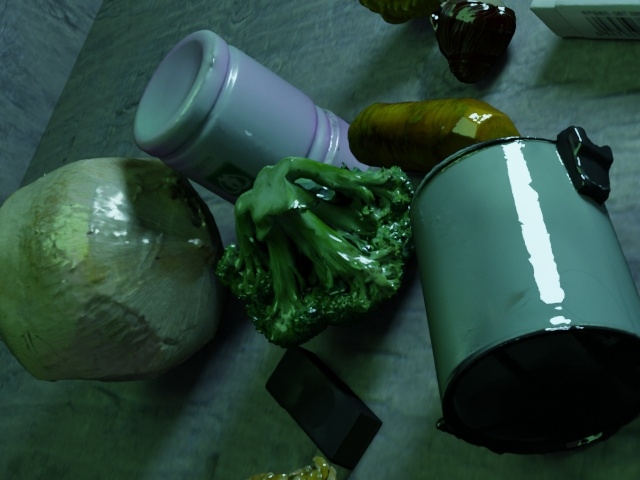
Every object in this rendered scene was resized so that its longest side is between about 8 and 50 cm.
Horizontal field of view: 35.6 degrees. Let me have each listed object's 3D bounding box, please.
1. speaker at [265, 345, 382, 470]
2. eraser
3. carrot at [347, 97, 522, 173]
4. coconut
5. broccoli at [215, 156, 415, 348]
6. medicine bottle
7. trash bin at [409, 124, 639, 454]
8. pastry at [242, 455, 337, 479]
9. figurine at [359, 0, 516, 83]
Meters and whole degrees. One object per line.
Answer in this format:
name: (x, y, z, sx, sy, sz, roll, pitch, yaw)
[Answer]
speaker: (-0.001, 0.224, 1.371, 0.082, 0.044, 0.218, -57, 32, 4)
eraser: (0.394, -0.317, 1.228, 0.279, 0.081, 0.124, 21, 81, 58)
carrot: (0.157, -0.142, 1.393, 0.302, 0.114, 0.114, 15, 77, 59)
coconut: (-0.318, 0.041, 1.648, 0.404, 0.404, 0.405, -34, 40, 35)
broccoli: (0.000, 0.000, 1.362, 0.294, 0.245, 0.265, -47, 34, 13)
medicine bottle: (-0.106, -0.160, 1.566, 0.212, 0.325, 0.212, -34, 41, 36)
trash bin: (0.215, 0.056, 1.047, 0.277, 0.217, 0.263, -46, 34, 34)
pastry: (-0.072, 0.377, 1.291, 0.250, 0.102, 0.154, -29, 46, 37)
figurine: (0.183, -0.368, 1.503, 0.168, 0.187, 0.315, -49, 42, 8)
